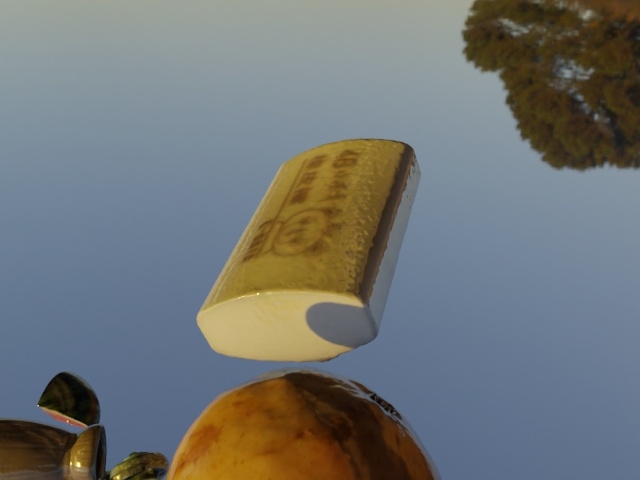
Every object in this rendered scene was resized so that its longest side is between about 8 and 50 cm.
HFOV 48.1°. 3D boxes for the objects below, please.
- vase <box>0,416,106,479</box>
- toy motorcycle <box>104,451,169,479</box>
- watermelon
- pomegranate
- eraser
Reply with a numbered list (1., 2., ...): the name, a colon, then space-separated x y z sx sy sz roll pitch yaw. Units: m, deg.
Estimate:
1. vase: -0.196 0.144 0.477 0.100 0.053 0.053 1 -157 -7
2. toy motorcycle: -0.350 0.378 0.998 0.296 0.198 0.109 -18 -123 -17
3. watermelon: -0.497 0.320 1.421 0.125 0.094 0.135 27 -156 -22
4. pomegranate: -0.042 0.368 0.917 0.409 0.410 0.410 1 -157 0
5. eraser: 0.000 0.000 0.751 0.174 0.095 0.270 -7 -146 24
